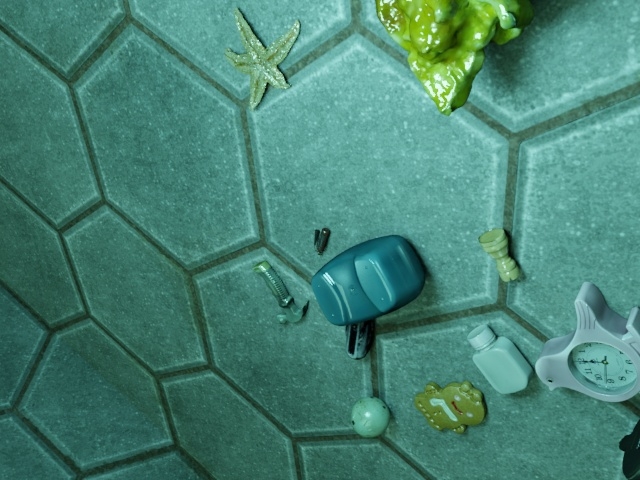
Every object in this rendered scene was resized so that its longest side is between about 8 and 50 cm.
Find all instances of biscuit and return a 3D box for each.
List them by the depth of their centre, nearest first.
[{"bbox_3d":[0.388,0.494,1.905,0.248,0.035,0.184,-29,99,46],"label":"biscuit"}]

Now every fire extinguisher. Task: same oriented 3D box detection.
[{"bbox_3d":[-0.004,0.002,1.879,0.046,0.032,0.100,25,126,9],"label":"fire extinguisher"}]

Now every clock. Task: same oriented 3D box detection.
[{"bbox_3d":[0.629,0.239,1.502,0.275,0.080,0.291,-5,115,40],"label":"clock"}]

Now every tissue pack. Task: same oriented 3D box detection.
[{"bbox_3d":[0.135,0.102,1.723,0.287,0.206,0.198,-28,91,44],"label":"tissue pack"}]

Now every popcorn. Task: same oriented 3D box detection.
[{"bbox_3d":[0.263,-0.439,1.178,0.325,0.290,0.321,22,152,56],"label":"popcorn"}]

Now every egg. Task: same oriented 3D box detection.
[{"bbox_3d":[0.152,0.573,2.081,0.131,0.131,0.164,46,142,3],"label":"egg"}]

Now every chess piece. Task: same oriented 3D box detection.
[{"bbox_3d":[0.430,0.036,1.536,0.066,0.066,0.122,-12,117,43],"label":"chess piece"}]

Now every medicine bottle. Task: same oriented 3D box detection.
[{"bbox_3d":[0.465,0.311,1.690,0.183,0.069,0.119,51,140,-4],"label":"medicine bottle"}]

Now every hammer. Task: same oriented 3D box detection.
[{"bbox_3d":[-0.133,0.166,2.091,0.158,0.041,0.227,-24,102,45],"label":"hammer"}]

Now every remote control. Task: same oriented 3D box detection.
[{"bbox_3d":[0.114,0.255,1.935,0.090,0.066,0.266,20,130,22],"label":"remote control"}]

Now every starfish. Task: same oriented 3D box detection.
[{"bbox_3d":[-0.161,-0.481,1.656,0.231,0.048,0.295,46,136,4],"label":"starfish"}]

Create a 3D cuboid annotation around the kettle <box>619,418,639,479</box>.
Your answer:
[{"bbox_3d":[0.854,0.504,1.429,0.307,0.262,0.203,24,106,16],"label":"kettle"}]
